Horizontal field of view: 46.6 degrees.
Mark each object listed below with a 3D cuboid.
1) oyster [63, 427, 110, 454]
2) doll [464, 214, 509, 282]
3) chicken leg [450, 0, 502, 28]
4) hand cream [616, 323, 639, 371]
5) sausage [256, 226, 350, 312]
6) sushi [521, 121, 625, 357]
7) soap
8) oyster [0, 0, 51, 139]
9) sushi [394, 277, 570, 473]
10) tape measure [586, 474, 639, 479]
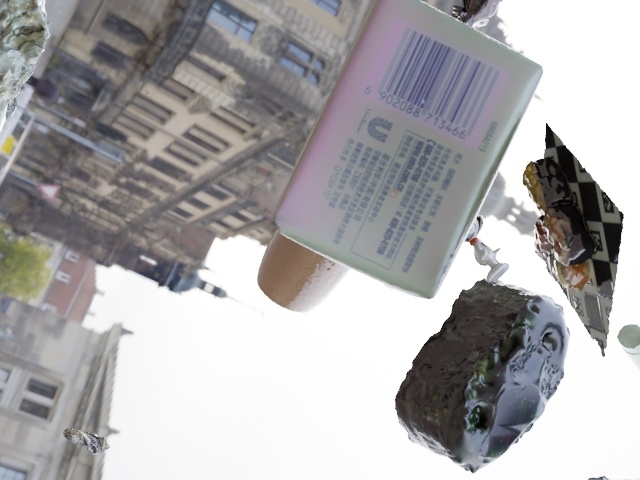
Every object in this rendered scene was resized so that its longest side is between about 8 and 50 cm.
[{"bbox_3d":[-0.398,0.339,1.269,0.019,0.083,0.054,-57,-164,3],"label":"oyster"},{"bbox_3d":[0.162,0.001,0.768,0.040,0.085,0.058,-49,172,26],"label":"doll"},{"bbox_3d":[0.263,-0.402,1.128,0.105,0.063,0.234,-48,170,-42],"label":"chicken leg"},{"bbox_3d":[0.617,0.217,1.423,0.049,0.205,0.078,5,-112,39],"label":"hand cream"},{"bbox_3d":[0.000,0.000,1.040,0.123,0.123,0.253,-88,-156,-47],"label":"sausage"},{"bbox_3d":[0.166,0.001,0.519,0.120,0.026,0.126,-106,-175,-51],"label":"sushi"},{"bbox_3d":[0.064,-0.070,0.606,0.182,0.138,0.199,-67,-177,-88],"label":"soap"},{"bbox_3d":[-0.300,-0.142,0.681,0.252,0.087,0.199,123,-24,-48],"label":"oyster"},{"bbox_3d":[0.191,0.151,0.841,0.127,0.124,0.225,11,-127,50],"label":"sushi"},{"bbox_3d":[0.248,0.235,0.605,0.054,0.094,0.091,-28,-108,54],"label":"tape measure"}]
